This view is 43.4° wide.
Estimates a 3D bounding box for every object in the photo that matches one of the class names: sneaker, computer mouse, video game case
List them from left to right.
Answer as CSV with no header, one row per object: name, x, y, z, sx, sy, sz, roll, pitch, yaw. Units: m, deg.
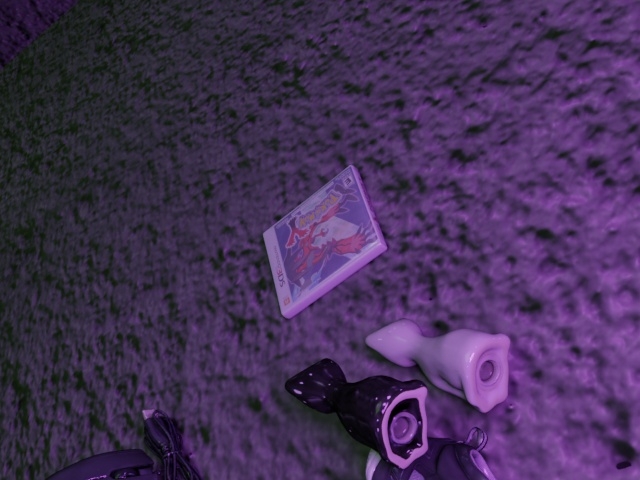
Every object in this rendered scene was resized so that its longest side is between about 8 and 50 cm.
computer mouse,-0.331,0.367,1.215,0.272,0.072,0.188,-25,44,-14
video game case,0.000,0.000,1.274,0.201,0.023,0.183,-37,44,20
sneaker,0.131,0.325,0.858,0.153,0.101,0.268,-18,51,24

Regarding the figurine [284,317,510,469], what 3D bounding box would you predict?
figurine,0.090,0.160,0.974,0.215,0.092,0.209,-24,20,-29
